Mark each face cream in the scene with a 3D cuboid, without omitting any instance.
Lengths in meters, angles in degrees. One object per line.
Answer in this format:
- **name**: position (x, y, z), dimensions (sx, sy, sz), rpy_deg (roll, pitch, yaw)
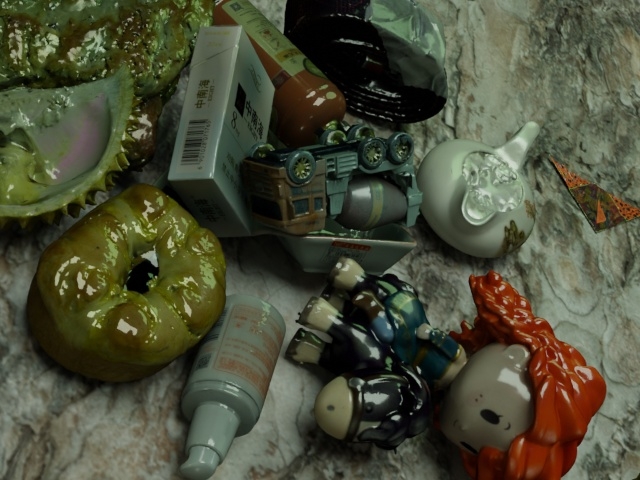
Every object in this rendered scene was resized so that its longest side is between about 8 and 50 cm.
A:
- **face cream**: position (-0.116, 0.185, 1.648), dimensions (0.101, 0.101, 0.251), rpy_deg (29, 44, -13)

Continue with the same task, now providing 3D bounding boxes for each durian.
- **durian**: position (-0.360, -0.103, 1.653), dimensions (0.306, 0.166, 0.172), rpy_deg (-6, 31, 4)

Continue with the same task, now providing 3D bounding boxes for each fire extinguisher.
- **fire extinguisher**: position (-0.051, -0.237, 2.015), dimensions (0.376, 0.113, 0.200), rpy_deg (47, 25, 19)

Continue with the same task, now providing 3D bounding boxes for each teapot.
- **teapot**: position (0.250, -0.079, 2.111), dimensions (0.204, 0.139, 0.298), rpy_deg (35, 43, -3)

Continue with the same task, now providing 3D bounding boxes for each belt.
- **belt**: position (0.077, -0.310, 2.145), dimensions (0.289, 0.184, 0.164), rpy_deg (25, 39, -25)

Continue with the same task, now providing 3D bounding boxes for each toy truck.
- **toy truck**: position (0.026, -0.071, 1.806), dimensions (0.257, 0.108, 0.140), rpy_deg (-14, 109, -33)

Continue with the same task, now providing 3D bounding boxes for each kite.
- **kite**: position (0.480, -0.057, 2.358), dimensions (0.222, 0.008, 0.125), rpy_deg (28, 44, -15)

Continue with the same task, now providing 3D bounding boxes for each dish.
- **dish**: position (0.000, 0.000, 1.880), dimensions (0.234, 0.064, 0.154), rpy_deg (5, 18, -22)

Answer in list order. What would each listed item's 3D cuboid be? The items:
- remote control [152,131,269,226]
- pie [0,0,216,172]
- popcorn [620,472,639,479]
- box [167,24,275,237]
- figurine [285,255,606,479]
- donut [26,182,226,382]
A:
- **remote control**: position (-0.164, -0.090, 1.887), dimensions (0.090, 0.038, 0.309), rpy_deg (39, 42, -3)
- **pie**: position (-0.361, -0.316, 1.830), dimensions (0.418, 0.180, 0.395), rpy_deg (26, 44, -10)
- **popcorn**: position (0.486, 0.421, 1.812), dimensions (0.270, 0.224, 0.258), rpy_deg (-2, 40, -27)
- **box**: position (-0.127, -0.145, 1.804), dimensions (0.067, 0.155, 0.243), rpy_deg (-1, 60, 16)
- **figurine**: position (0.156, 0.172, 1.783), dimensions (0.412, 0.241, 0.306), rpy_deg (13, 31, -17)
- **donut**: position (-0.231, 0.060, 1.645), dimensions (0.208, 0.128, 0.261), rpy_deg (46, 42, 3)
